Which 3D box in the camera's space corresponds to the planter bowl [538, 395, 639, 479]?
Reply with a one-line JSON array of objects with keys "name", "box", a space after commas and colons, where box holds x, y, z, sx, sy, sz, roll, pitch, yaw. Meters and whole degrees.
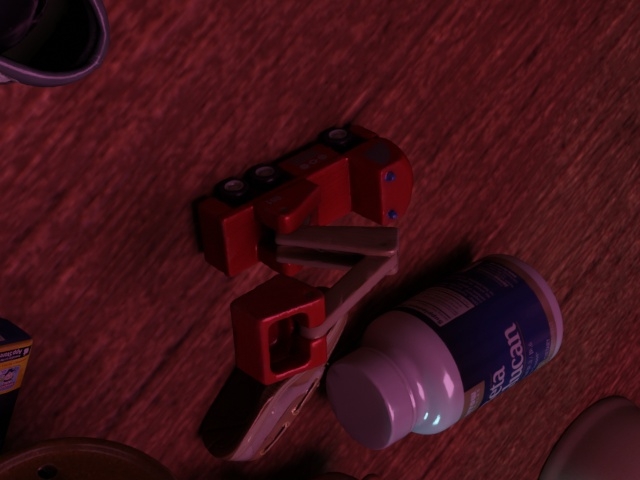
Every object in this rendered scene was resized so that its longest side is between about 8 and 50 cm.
[{"name": "planter bowl", "box": [0.292, 0.244, 1.265, 0.162, 0.109, 0.162, -24, 128, -35]}]

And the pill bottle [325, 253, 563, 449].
[{"name": "pill bottle", "box": [0.089, 0.083, 0.972, 0.169, 0.094, 0.094, -27, 130, -33]}]

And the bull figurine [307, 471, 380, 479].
[{"name": "bull figurine", "box": [-0.045, 0.304, 0.949, 0.188, 0.101, 0.310, 6, 105, -60]}]

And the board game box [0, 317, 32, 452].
[{"name": "board game box", "box": [-0.256, 0.130, 0.660, 0.194, 0.060, 0.194, -9, 127, -52]}]

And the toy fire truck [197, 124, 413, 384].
[{"name": "toy fire truck", "box": [0.000, 0.000, 0.800, 0.192, 0.135, 0.047, -28, 130, -32]}]

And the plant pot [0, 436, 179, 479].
[{"name": "plant pot", "box": [-0.126, 0.232, 0.702, 0.237, 0.237, 0.254, -24, 136, -35]}]

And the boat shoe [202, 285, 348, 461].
[{"name": "boat shoe", "box": [-0.025, 0.091, 0.898, 0.135, 0.050, 0.045, -51, 143, 4]}]

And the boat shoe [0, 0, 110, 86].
[{"name": "boat shoe", "box": [-0.193, -0.169, 0.530, 0.116, 0.099, 0.319, -52, 139, -10]}]
